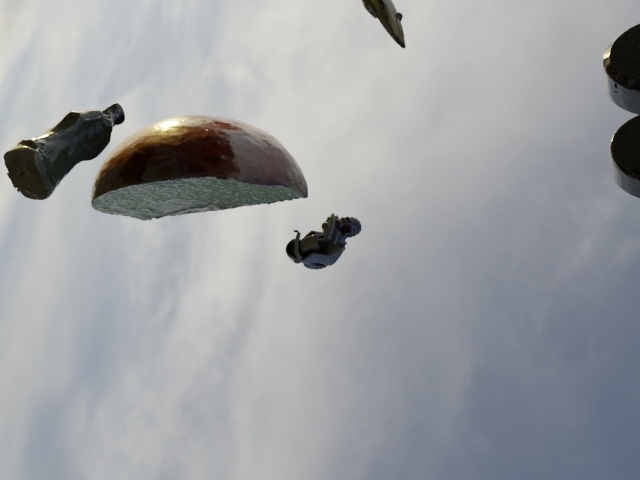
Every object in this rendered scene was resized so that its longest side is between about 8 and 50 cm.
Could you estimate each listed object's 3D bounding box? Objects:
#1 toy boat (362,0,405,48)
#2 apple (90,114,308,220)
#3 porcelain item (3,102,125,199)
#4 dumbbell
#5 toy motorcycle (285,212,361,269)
[{"bbox_3d":[0.133,-0.487,1.479,0.066,0.084,0.210,-37,-114,31],"label":"toy boat"},{"bbox_3d":[-0.202,-0.117,1.151,0.254,0.346,0.179,-88,171,-53],"label":"apple"},{"bbox_3d":[-0.357,-0.148,1.017,0.069,0.216,0.081,2,-54,28],"label":"porcelain item"},{"bbox_3d":[0.467,-0.175,0.942,0.152,0.218,0.152,-14,-134,15],"label":"dumbbell"},{"bbox_3d":[0.000,0.000,1.577,0.215,0.122,0.080,-49,-141,48],"label":"toy motorcycle"}]
